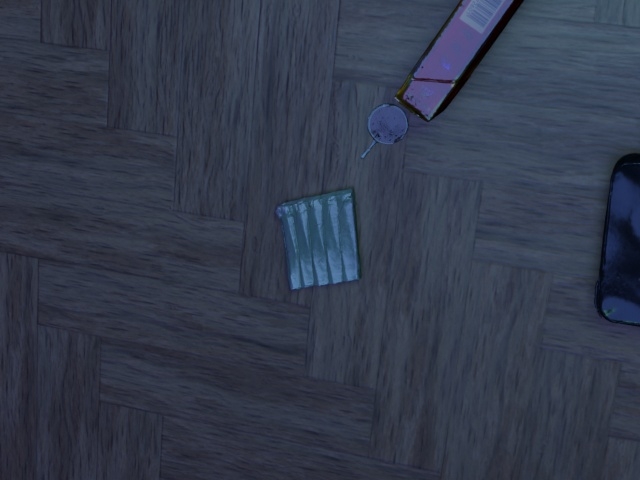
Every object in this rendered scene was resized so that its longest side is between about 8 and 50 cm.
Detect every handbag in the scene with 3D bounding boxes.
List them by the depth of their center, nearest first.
[{"bbox_3d":[0.677,0.005,1.828,0.269,0.118,0.326,9,107,20],"label":"handbag"}]

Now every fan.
[{"bbox_3d":[0.124,-0.220,1.975,0.085,0.005,0.133,38,109,2],"label":"fan"}]

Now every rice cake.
[{"bbox_3d":[0.000,0.000,2.049,0.189,0.037,0.198,-10,101,17],"label":"rice cake"}]

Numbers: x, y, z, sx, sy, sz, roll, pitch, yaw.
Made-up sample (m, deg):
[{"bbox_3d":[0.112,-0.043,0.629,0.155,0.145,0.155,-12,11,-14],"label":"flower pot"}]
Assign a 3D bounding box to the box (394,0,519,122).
[{"bbox_3d":[0.274,-0.377,1.790,0.089,0.197,0.313,37,111,3],"label":"box"}]
